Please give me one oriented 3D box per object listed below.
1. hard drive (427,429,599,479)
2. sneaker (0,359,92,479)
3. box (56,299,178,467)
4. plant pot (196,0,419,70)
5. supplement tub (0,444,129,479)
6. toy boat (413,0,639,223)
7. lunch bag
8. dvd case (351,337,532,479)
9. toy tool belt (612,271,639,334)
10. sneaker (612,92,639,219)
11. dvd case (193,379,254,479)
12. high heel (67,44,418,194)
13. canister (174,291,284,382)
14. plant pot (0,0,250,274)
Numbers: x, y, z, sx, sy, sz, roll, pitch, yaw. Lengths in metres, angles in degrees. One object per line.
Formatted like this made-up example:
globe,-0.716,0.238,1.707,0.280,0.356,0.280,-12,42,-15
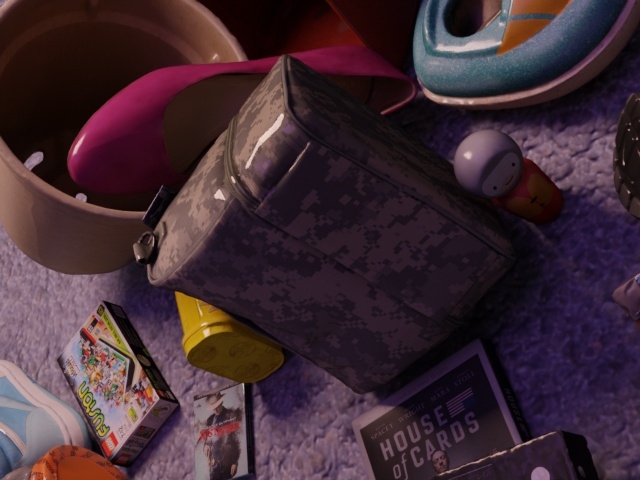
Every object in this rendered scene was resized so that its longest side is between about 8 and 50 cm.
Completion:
hard drive,0.169,0.363,1.009,0.236,0.064,0.339,-28,61,28
sneaker,-0.470,0.251,1.541,0.319,0.208,0.127,12,106,45
box,-0.270,0.185,1.526,0.114,0.036,0.207,-52,46,12
plant pot,-0.020,-0.367,1.414,0.267,0.267,0.236,10,66,44
supplement tub,-0.363,0.406,1.399,0.316,0.193,0.194,-47,47,15
toy boat,0.199,-0.177,1.193,0.267,0.148,0.318,-13,63,37
lunch bag,0.000,0.000,1.174,0.256,0.305,0.213,-52,22,18
dvd case,0.134,0.240,1.146,0.179,0.029,0.239,-37,52,24
toy tool belt,0.313,0.047,1.067,0.083,0.052,0.051,-39,81,26
sneaker,0.344,-0.044,1.053,0.267,0.106,0.101,-102,15,-51
dvd case,-0.117,0.231,1.385,0.087,0.013,0.120,-23,56,33
high heel,-0.078,-0.133,1.246,0.377,0.127,0.181,-30,29,-32
canister,-0.117,0.072,1.380,0.073,0.126,0.170,-39,48,24
plant pot,-0.275,-0.111,1.455,0.305,0.333,0.334,129,144,-58
